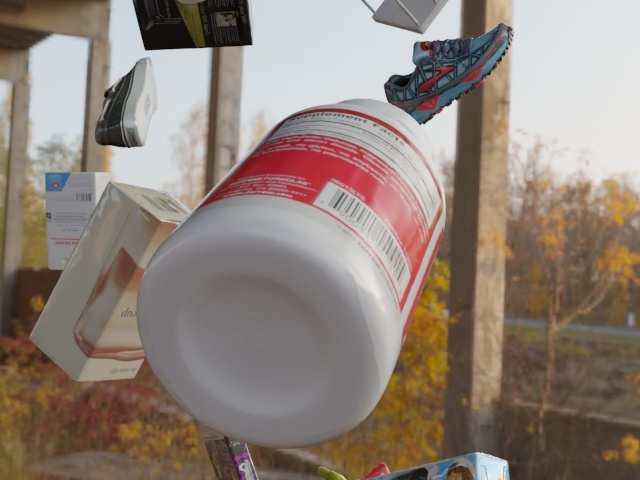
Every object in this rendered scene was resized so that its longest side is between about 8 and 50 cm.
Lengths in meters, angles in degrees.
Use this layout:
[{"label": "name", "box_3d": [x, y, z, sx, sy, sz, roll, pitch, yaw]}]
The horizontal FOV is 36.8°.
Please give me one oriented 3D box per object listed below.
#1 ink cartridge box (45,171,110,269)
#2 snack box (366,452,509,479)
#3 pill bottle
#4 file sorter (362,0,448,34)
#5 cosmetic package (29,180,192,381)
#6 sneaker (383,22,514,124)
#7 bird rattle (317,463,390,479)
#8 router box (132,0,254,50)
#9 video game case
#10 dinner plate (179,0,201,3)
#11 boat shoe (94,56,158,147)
[{"label": "ink cartridge box", "box_3d": [-0.447, -0.037, 1.777, 0.104, 0.180, 0.060, 2, 5, 14]}, {"label": "snack box", "box_3d": [0.129, 0.411, 1.055, 0.060, 0.322, 0.187, 21, -33, -33]}, {"label": "pill bottle", "box_3d": [0.000, 0.000, 0.962, 0.229, 0.229, 0.408, 2, 26, 17]}, {"label": "file sorter", "box_3d": [0.208, -0.632, 2.131, 0.173, 0.278, 0.193, 40, -4, -37]}, {"label": "cosmetic package", "box_3d": [-0.317, 0.068, 1.543, 0.129, 0.296, 0.153, 36, 14, 26]}, {"label": "sneaker", "box_3d": [0.217, -0.308, 1.693, 0.262, 0.125, 0.104, -36, 12, 28]}, {"label": "bird rattle", "box_3d": [0.063, 0.448, 1.458, 0.253, 0.143, 0.207, 30, 19, -49]}, {"label": "router box", "box_3d": [-0.275, -0.544, 2.012, 0.242, 0.081, 0.309, -1, -39, 2]}, {"label": "video game case", "box_3d": [-0.198, 0.432, 2.014, 0.041, 0.210, 0.232, -17, -7, -20]}, {"label": "dinner plate", "box_3d": [-0.154, -0.394, 1.419, 0.141, 0.017, 0.141, -36, -9, -7]}, {"label": "boat shoe", "box_3d": [-0.280, -0.203, 1.388, 0.070, 0.078, 0.219, -5, 32, 3]}]
